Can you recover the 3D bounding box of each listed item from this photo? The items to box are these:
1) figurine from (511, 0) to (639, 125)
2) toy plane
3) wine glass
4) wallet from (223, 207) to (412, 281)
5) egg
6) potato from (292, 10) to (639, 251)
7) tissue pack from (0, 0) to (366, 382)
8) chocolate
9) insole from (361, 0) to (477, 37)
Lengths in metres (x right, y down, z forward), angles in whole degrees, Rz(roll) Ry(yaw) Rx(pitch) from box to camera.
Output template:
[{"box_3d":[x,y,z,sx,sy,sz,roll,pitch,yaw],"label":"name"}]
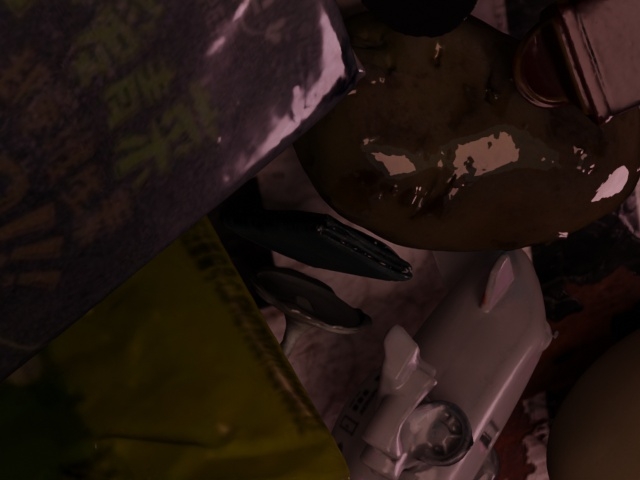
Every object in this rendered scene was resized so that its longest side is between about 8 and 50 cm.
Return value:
[{"box_3d":[0.191,-0.135,1.080,0.154,0.098,0.082,-22,108,-1],"label":"figurine"},{"box_3d":[0.084,0.113,1.230,0.252,0.118,0.252,-51,156,-34],"label":"toy plane"},{"box_3d":[-0.040,0.118,1.215,0.122,0.122,0.183,17,107,-31],"label":"wine glass"},{"box_3d":[0.000,0.000,1.162,0.088,0.129,0.026,28,79,-31],"label":"wallet"},{"box_3d":[0.294,0.151,1.339,0.241,0.186,0.186,-23,124,-2],"label":"egg"},{"box_3d":[0.099,-0.068,1.154,0.262,0.165,0.165,14,110,-25],"label":"potato"},{"box_3d":[-0.177,-0.080,0.915,0.394,0.124,0.288,-41,140,-16],"label":"tissue pack"},{"box_3d":[-0.166,0.126,1.056,0.288,0.301,0.137,-17,135,-14],"label":"chocolate"},{"box_3d":[0.005,-0.279,0.973,0.119,0.009,0.348,-21,99,33],"label":"insole"}]
